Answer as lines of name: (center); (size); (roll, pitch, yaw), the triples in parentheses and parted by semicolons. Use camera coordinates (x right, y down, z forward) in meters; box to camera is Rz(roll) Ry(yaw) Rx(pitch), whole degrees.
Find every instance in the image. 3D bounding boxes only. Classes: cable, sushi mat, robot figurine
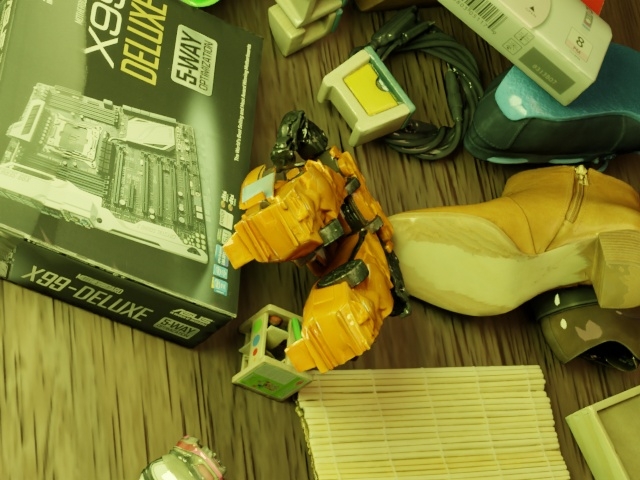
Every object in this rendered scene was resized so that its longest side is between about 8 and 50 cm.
cable: (0.096, -0.152, 1.696); (0.150, 0.047, 0.184); (52, 48, -12)
sushi mat: (0.112, 0.188, 1.512); (0.316, 0.019, 0.151); (2, 62, -38)
robot figurine: (0.000, 0.000, 1.415); (0.211, 0.085, 0.291); (60, 13, -9)

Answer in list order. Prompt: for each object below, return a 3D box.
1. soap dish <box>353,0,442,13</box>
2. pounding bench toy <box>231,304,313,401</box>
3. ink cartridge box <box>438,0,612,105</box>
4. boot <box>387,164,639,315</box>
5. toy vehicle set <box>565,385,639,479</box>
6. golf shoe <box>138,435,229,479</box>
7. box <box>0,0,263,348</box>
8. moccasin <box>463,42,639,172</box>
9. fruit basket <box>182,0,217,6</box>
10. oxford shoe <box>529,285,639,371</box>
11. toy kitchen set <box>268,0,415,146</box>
soap dish: (0.122, -0.361, 1.786); (0.291, 0.118, 0.229); (-11, 72, -43)
pounding bench toy: (-0.030, 0.089, 1.410); (0.052, 0.083, 0.065); (24, 52, -26)
ink cartridge box: (0.224, -0.273, 1.684); (0.189, 0.066, 0.232); (38, 49, -11)
boot: (0.191, -0.014, 1.649); (0.295, 0.104, 0.211); (7, 27, -3)
toy vehicle set: (0.383, 0.221, 1.699); (0.267, 0.035, 0.166); (-13, 73, -43)
golf shoe: (-0.079, 0.250, 1.297); (0.086, 0.067, 0.186); (-39, 92, -19)
box: (-0.180, -0.088, 1.403); (0.242, 0.076, 0.307); (24, 52, -26)
moccasin: (0.274, -0.144, 1.780); (0.342, 0.117, 0.138); (0, 56, -44)
fruit basket: (-0.159, -0.404, 1.471); (0.392, 0.283, 0.392); (45, 18, -19)
oxford shoe: (0.323, 0.092, 1.704); (0.227, 0.083, 0.096); (-8, 72, -29)
toy kitchen set: (0.055, -0.215, 1.543); (0.122, 0.207, 0.166); (-30, 76, -20)
